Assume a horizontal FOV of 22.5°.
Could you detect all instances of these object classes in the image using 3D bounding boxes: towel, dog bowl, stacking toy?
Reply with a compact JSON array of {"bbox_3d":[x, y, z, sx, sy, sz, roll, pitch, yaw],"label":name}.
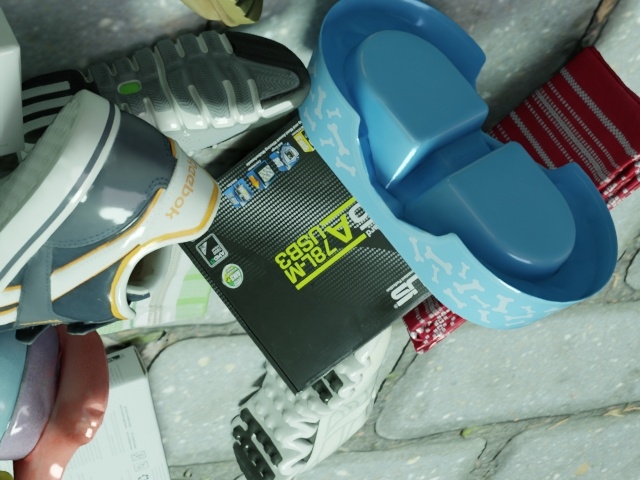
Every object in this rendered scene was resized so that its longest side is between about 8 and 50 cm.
[{"bbox_3d":[0.162,-0.043,1.384,0.275,0.199,0.031,-39,120,12],"label":"towel"},{"bbox_3d":[0.098,-0.057,1.243,0.166,0.297,0.074,-29,165,-44],"label":"dog bowl"},{"bbox_3d":[-0.157,0.040,1.392,0.152,0.023,0.113,-8,140,-29],"label":"towel"},{"bbox_3d":[-0.282,0.214,1.265,0.130,0.279,0.309,17,119,-24],"label":"stacking toy"}]

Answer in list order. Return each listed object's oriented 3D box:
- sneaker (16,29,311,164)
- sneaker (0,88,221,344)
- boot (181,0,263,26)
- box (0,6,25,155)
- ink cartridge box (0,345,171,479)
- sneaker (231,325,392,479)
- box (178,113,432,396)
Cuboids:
[{"bbox_3d":[-0.123,-0.081,1.228,0.229,0.086,0.132,-10,146,-11],"label":"sneaker"},{"bbox_3d":[-0.189,0.013,1.152,0.127,0.126,0.321,28,148,-21],"label":"sneaker"},{"bbox_3d":[-0.190,-0.197,0.916,0.270,0.089,0.236,-7,140,22],"label":"boot"},{"bbox_3d":[-0.258,-0.110,1.076,0.101,0.087,0.102,-16,142,-19],"label":"box"},{"bbox_3d":[-0.258,0.210,1.510,0.224,0.045,0.223,-20,143,-13],"label":"ink cartridge box"},{"bbox_3d":[0.008,0.136,1.574,0.118,0.110,0.292,-15,151,-34],"label":"sneaker"},{"bbox_3d":[0.000,0.000,1.327,0.191,0.184,0.045,-37,176,11],"label":"box"}]
